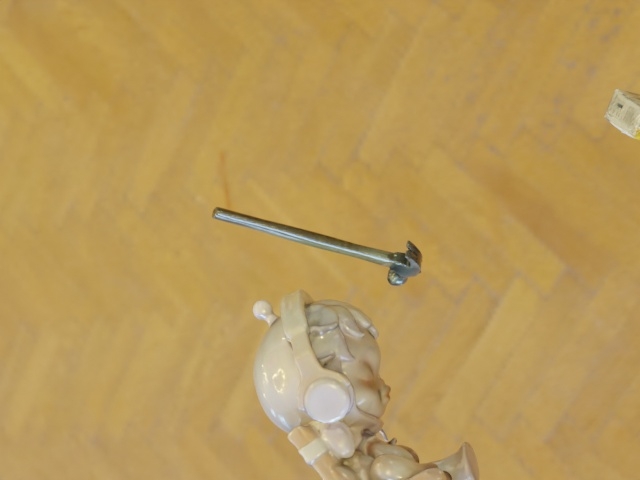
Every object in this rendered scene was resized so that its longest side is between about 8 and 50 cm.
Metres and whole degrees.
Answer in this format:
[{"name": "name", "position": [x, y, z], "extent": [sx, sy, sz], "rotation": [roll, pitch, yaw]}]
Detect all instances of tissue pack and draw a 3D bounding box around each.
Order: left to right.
[{"name": "tissue pack", "position": [0.352, -0.127, 1.651], "extent": [0.062, 0.083, 0.042], "rotation": [44, 119, 55]}]

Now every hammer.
[{"name": "hammer", "position": [0.000, 0.000, 1.261], "extent": [0.062, 0.182, 0.017], "rotation": [140, 141, -60]}]

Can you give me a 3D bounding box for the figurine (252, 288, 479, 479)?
[{"name": "figurine", "position": [0.025, 0.137, 1.339], "extent": [0.141, 0.162, 0.237], "rotation": [-31, 67, 5]}]
